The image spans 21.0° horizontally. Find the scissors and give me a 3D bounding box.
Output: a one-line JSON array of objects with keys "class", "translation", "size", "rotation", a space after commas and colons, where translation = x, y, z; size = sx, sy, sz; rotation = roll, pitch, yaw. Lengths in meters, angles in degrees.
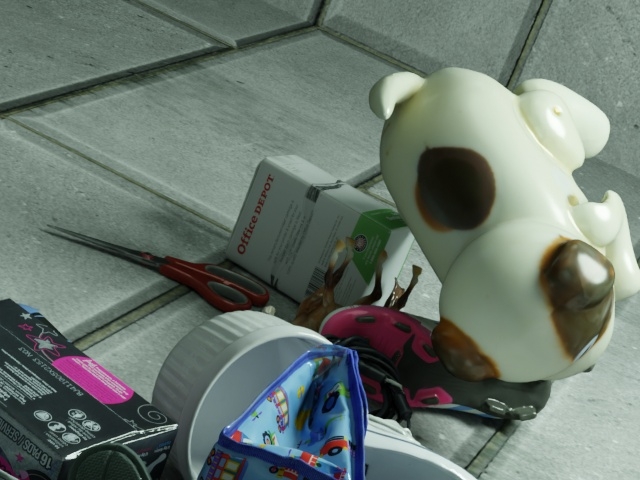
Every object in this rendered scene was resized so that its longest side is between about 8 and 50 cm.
[{"class": "scissors", "translation": [-0.210, 0.028, 2.269], "size": [0.297, 0.021, 0.109], "rotation": [23, 22, 6]}]

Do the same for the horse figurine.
[{"class": "horse figurine", "translation": [0.033, 0.088, 2.195], "size": [0.066, 0.174, 0.263], "rotation": [32, 9, 36]}]

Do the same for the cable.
[{"class": "cable", "translation": [0.015, 0.171, 2.015], "size": [0.184, 0.047, 0.150], "rotation": [4, 52, -17]}]

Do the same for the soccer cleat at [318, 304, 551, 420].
[{"class": "soccer cleat", "translation": [0.132, 0.154, 2.187], "size": [0.331, 0.116, 0.143], "rotation": [18, 6, -21]}]

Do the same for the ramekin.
[{"class": "ramekin", "translation": [-0.076, 0.169, 1.774], "size": [0.207, 0.207, 0.109], "rotation": [6, 16, -38]}]

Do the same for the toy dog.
[{"class": "toy dog", "translation": [0.234, -0.011, 2.077], "size": [0.395, 0.285, 0.408], "rotation": [47, 21, -44]}]

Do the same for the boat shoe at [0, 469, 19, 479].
[{"class": "boat shoe", "translation": [-0.352, 0.171, 1.335], "size": [0.306, 0.113, 0.105], "rotation": [21, 21, 1]}]

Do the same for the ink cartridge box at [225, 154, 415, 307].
[{"class": "ink cartridge box", "translation": [0.000, 0.000, 2.343], "size": [0.219, 0.160, 0.092], "rotation": [32, 21, 24]}]

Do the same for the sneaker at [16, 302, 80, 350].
[{"class": "sneaker", "translation": [-0.269, 0.151, 1.806], "size": [0.090, 0.081, 0.232], "rotation": [12, 29, -33]}]

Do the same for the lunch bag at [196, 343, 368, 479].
[{"class": "lunch bag", "translation": [-0.044, 0.231, 1.604], "size": [0.138, 0.221, 0.293], "rotation": [22, 21, -1]}]

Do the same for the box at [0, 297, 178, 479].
[{"class": "box", "translation": [-0.287, 0.181, 1.607], "size": [0.247, 0.142, 0.163], "rotation": [32, 23, 29]}]

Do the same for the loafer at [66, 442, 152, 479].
[{"class": "loafer", "translation": [-0.145, 0.301, 1.439], "size": [0.096, 0.084, 0.267], "rotation": [-15, 64, -6]}]

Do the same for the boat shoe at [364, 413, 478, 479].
[{"class": "boat shoe", "translation": [0.068, 0.232, 1.896], "size": [0.258, 0.095, 0.084], "rotation": [25, 34, 5]}]
